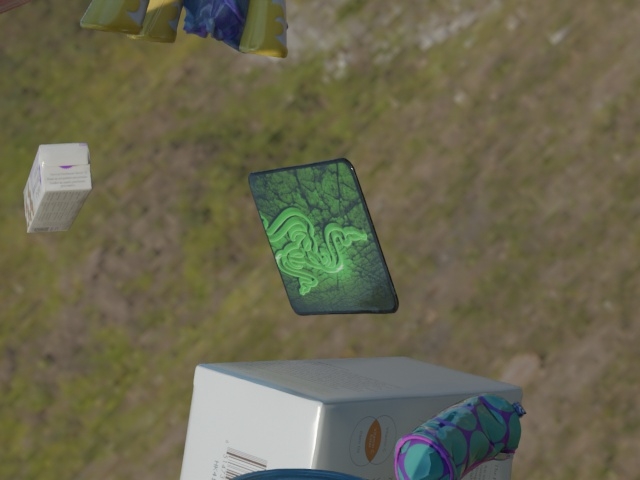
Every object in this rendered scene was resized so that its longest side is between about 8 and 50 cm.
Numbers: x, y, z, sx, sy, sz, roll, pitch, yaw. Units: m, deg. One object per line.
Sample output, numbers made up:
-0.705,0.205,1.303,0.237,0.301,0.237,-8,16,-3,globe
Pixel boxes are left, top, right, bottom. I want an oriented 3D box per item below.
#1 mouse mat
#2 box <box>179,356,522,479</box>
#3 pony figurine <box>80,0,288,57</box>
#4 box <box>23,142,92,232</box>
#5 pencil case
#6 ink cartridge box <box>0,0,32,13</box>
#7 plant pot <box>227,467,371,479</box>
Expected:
0.000,0.000,1.716,0.007,0.153,0.189,-24,10,-30,mouse mat
0.031,0.240,1.837,0.168,0.345,0.215,13,96,39,box
-0.084,-0.346,1.543,0.302,0.351,0.364,10,95,41,pony figurine
-0.355,-0.067,2.421,0.067,0.063,0.324,-5,-8,-13,box
0.126,0.185,1.619,0.151,0.070,0.064,-20,-28,-56,pencil case
-0.301,-0.152,1.170,0.370,0.069,0.176,-21,4,-8,ink cartridge box
-0.012,0.272,1.255,0.290,0.290,0.195,-113,28,-77,plant pot
